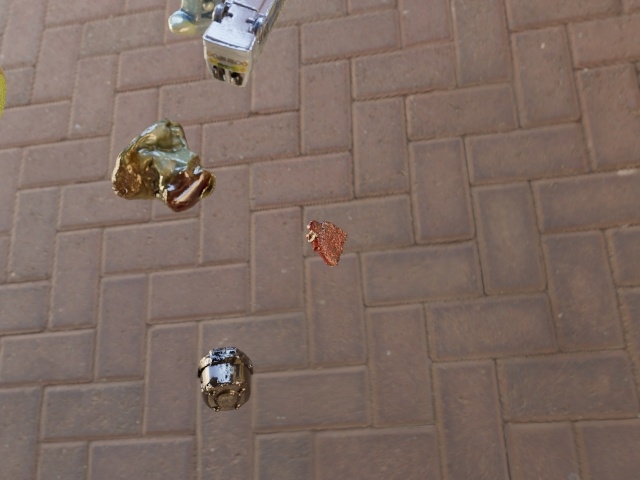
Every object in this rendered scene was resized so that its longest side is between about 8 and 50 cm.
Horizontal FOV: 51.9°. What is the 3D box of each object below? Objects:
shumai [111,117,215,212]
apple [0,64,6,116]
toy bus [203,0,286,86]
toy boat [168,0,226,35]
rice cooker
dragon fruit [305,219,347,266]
[{"bbox_3d":[-0.352,-0.145,1.533,0.204,0.272,0.222,42,91,-5],"label":"shumai"},{"bbox_3d":[-0.908,-0.351,1.504,0.375,0.374,0.383,-19,79,10],"label":"apple"},{"bbox_3d":[-0.141,-0.456,1.338,0.109,0.136,0.329,18,55,0],"label":"toy bus"},{"bbox_3d":[-0.230,-0.619,1.664,0.123,0.215,0.330,42,49,18],"label":"toy boat"},{"bbox_3d":[-0.241,0.354,1.676,0.142,0.203,0.118,-4,49,-7],"label":"rice cooker"},{"bbox_3d":[-0.002,0.000,1.671,0.063,0.131,0.097,12,74,50],"label":"dragon fruit"}]
